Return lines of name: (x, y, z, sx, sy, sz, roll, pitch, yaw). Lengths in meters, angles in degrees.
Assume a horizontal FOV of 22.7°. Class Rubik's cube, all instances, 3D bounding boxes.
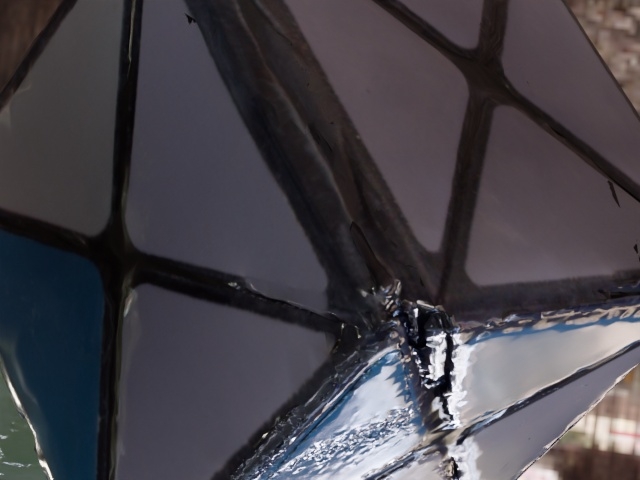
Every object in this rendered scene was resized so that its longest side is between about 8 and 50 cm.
Rubik's cube: (0.000, 0.000, 0.927, 0.305, 0.310, 0.307, -5, 148, -47)

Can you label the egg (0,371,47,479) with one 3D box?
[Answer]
egg: (-0.214, 0.081, 1.200, 0.282, 0.203, 0.203, 5, 175, 14)
